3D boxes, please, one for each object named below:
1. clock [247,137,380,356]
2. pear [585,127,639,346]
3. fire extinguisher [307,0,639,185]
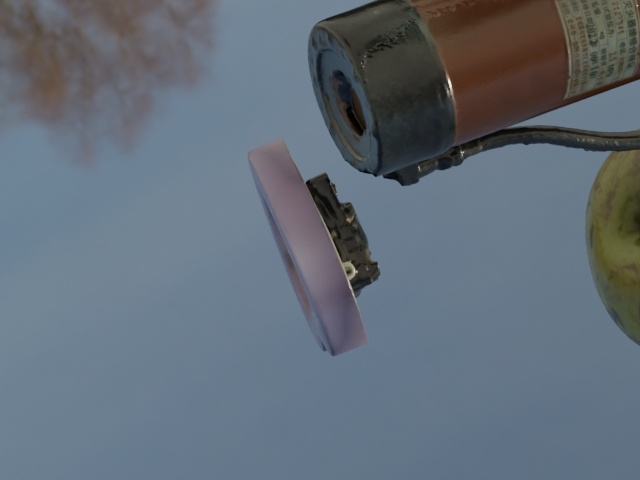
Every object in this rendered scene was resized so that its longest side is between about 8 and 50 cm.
[{"bbox_3d":[0.000,0.000,1.479,0.064,0.172,0.198,-21,180,-5],"label":"clock"},{"bbox_3d":[0.389,-0.002,1.788,0.283,0.283,0.283,-17,-151,10],"label":"pear"},{"bbox_3d":[0.181,-0.140,1.335,0.376,0.200,0.113,-21,-117,-14],"label":"fire extinguisher"}]
